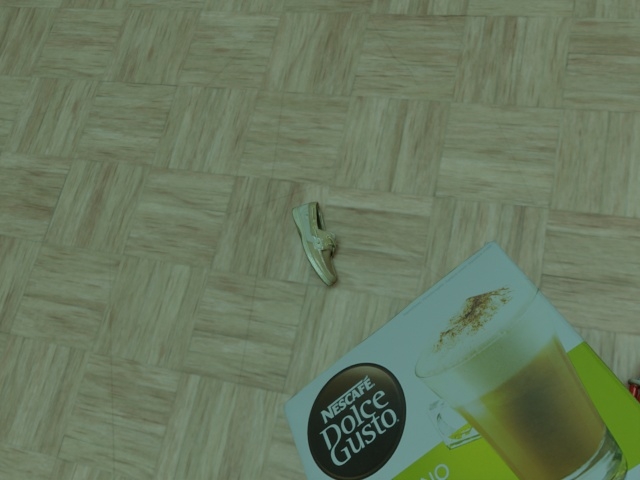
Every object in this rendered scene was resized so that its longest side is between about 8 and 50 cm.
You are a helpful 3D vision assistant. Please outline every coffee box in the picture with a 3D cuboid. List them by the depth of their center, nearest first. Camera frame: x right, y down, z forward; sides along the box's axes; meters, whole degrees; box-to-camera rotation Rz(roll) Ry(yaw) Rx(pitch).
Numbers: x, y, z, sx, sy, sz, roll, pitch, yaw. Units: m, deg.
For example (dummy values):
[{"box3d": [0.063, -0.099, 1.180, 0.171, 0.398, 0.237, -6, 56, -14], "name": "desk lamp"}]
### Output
[{"box3d": [0.218, 0.275, 0.718, 0.338, 0.338, 0.334, -40, 42, 11], "name": "coffee box"}]

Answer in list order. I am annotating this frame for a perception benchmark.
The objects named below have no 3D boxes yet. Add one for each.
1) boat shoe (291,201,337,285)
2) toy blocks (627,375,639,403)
[{"box3d": [0.000, 0.000, 1.105, 0.059, 0.063, 0.170, -27, 66, 10], "name": "boat shoe"}, {"box3d": [0.443, 0.232, 0.910, 0.123, 0.054, 0.148, 22, 78, 20], "name": "toy blocks"}]
